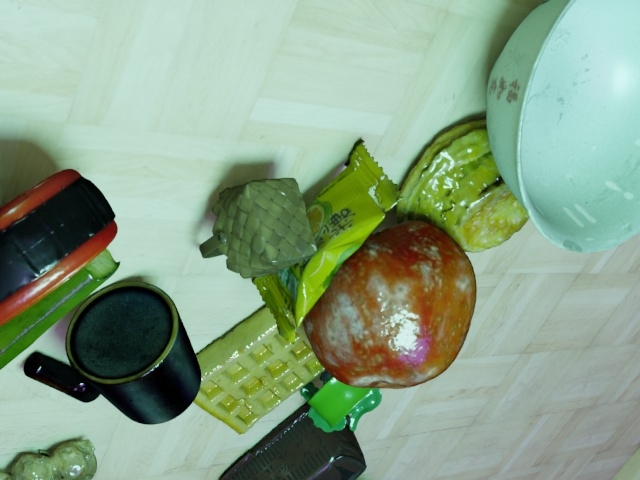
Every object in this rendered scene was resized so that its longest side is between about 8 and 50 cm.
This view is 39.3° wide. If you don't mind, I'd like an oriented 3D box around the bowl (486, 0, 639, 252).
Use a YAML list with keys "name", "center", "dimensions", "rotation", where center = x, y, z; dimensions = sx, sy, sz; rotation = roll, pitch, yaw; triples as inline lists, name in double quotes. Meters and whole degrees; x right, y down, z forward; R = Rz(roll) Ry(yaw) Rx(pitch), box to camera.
- name: "bowl"
  center: [0.381, -0.213, 1.356]
  dimensions: [0.435, 0.196, 0.434]
  rotation: [-14, 114, -33]

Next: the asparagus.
- name: "asparagus"
  center: [-0.399, 0.106, 1.241]
  dimensions: [0.278, 0.060, 0.067]
  rotation: [-41, 131, 4]

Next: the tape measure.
- name: "tape measure"
  center: [-0.364, 0.019, 1.052]
  dimensions: [0.260, 0.253, 0.114]
  rotation: [-37, 102, -8]

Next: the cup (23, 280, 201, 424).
- name: "cup"
  center: [-0.301, 0.168, 1.346]
  dimensions: [0.177, 0.240, 0.166]
  rotation: [74, 32, -55]

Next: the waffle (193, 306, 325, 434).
- name: "waffle"
  center: [-0.110, 0.225, 1.582]
  dimensions: [0.248, 0.055, 0.221]
  rotation: [-37, 142, 1]

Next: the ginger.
- name: "ginger"
  center: [-0.466, 0.392, 1.465]
  dimensions: [0.204, 0.080, 0.104]
  rotation: [-14, 142, -29]

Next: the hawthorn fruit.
- name: "hawthorn fruit"
  center: [0.107, 0.105, 1.447]
  dimensions: [0.284, 0.284, 0.284]
  rotation: [-21, 139, -19]

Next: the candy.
- name: "candy"
  center: [0.000, 0.000, 1.341]
  dimensions: [0.081, 0.187, 0.297]
  rotation: [23, 111, -31]

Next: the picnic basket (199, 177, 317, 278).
- name: "picnic basket"
  center: [-0.102, -0.012, 1.299]
  dimensions: [0.128, 0.137, 0.178]
  rotation: [-12, 174, -36]

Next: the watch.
- name: "watch"
  center: [0.039, 0.293, 1.666]
  dimensions: [0.165, 0.131, 0.152]
  rotation: [-43, 175, 4]

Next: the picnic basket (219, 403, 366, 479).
- name: "picnic basket"
  center: [-0.043, 0.479, 1.833]
  dimensions: [0.297, 0.129, 0.222]
  rotation: [-41, 143, 7]

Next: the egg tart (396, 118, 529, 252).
- name: "egg tart"
  center: [0.267, -0.073, 1.512]
  dimensions: [0.294, 0.123, 0.294]
  rotation: [-19, 137, -19]
